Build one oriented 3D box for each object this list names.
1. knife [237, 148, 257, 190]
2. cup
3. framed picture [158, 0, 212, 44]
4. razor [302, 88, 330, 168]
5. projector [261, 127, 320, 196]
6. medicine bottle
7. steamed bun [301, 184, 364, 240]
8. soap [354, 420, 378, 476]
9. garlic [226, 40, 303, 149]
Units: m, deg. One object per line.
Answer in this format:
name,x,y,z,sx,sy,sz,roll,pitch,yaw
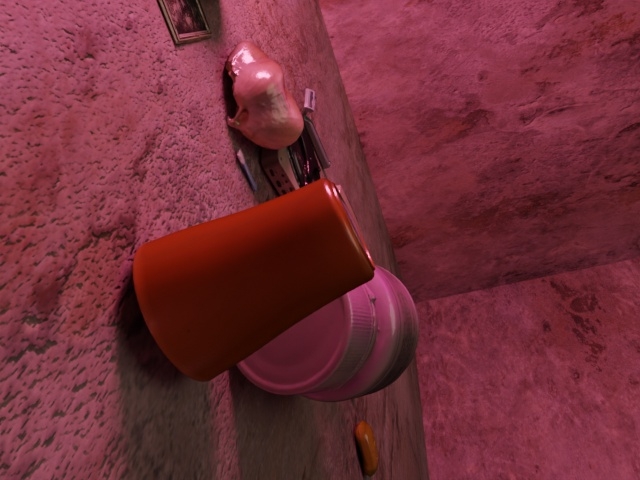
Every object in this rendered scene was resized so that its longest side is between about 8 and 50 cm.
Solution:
knife,-0.146,-0.137,1.009,0.027,0.010,0.096,-89,163,-49
cup,-0.079,0.031,0.625,0.182,0.263,0.226,62,7,-22
framed picture,-0.243,-0.421,0.886,0.183,0.011,0.142,-74,148,-64
razor,-0.019,-0.351,1.677,0.278,0.056,0.111,73,13,-44
projector,-0.060,-0.194,1.265,0.257,0.079,0.259,58,23,-46
medicine bottle,0.014,0.144,0.867,0.325,0.256,0.256,22,55,-64
steamed bun,0.000,0.000,1.140,0.242,0.164,0.146,63,20,-48
soap,0.127,0.559,1.367,0.089,0.045,0.140,-17,93,-73
garlic,-0.109,-0.294,1.056,0.217,0.110,0.228,50,33,-35
